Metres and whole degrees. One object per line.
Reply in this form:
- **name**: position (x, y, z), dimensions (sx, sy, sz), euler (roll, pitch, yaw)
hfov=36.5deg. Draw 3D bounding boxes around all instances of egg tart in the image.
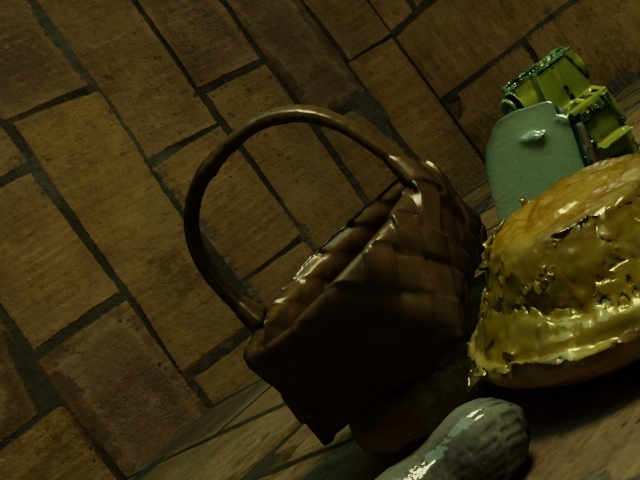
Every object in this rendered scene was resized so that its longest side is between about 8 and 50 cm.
- **egg tart**: position (0.263, 0.013, 0.913), dimensions (0.341, 0.132, 0.341), euler (-30, 9, 5)

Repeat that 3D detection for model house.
- **model house**: position (0.278, -0.076, 1.143), dimensions (0.119, 0.148, 0.149), euler (-22, -17, 31)

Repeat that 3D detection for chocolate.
- **chocolate**: position (0.103, 0.188, 0.785), dimensions (0.167, 0.072, 0.072), euler (-36, 1, -13)

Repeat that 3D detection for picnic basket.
- **picnic basket**: position (0.000, 0.000, 1.081), dimensions (0.293, 0.337, 0.337), euler (-43, -2, 26)

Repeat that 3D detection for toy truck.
- **toy truck**: position (0.357, -0.127, 1.242), dimensions (0.128, 0.259, 0.135), euler (-36, 1, -11)

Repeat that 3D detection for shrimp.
- **shrimp**: position (0.206, 0.090, 1.130), dimensions (0.446, 0.110, 0.221), euler (-40, 9, -21)
